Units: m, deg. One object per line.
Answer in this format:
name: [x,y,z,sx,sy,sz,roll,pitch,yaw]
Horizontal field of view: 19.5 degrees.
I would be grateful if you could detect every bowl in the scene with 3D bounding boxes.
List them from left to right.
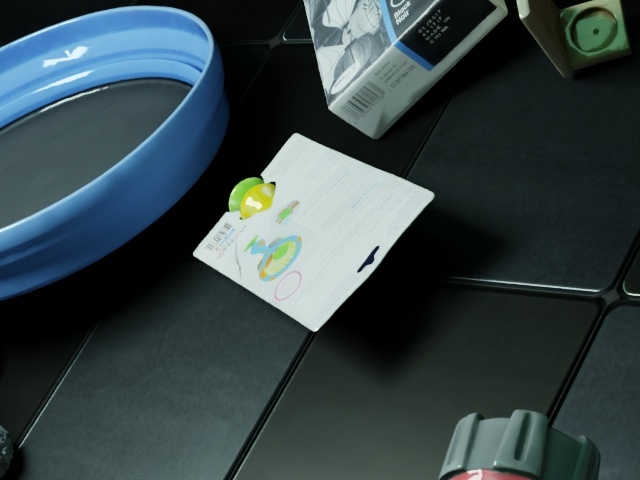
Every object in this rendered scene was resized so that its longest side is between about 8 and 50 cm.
bowl: [-0.262,-0.078,1.703,0.391,0.077,0.391,-19,31,12]

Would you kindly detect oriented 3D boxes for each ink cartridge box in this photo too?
ink cartridge box: [0.058,-0.249,1.646,0.165,0.065,0.332,-45,32,24]

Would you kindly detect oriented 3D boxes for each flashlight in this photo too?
flashlight: [0.090,0.250,1.103,0.103,0.103,0.304,-36,28,53]

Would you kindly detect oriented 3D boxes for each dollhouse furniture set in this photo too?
dollhouse furniture set: [0.229,-0.231,1.427,0.151,0.123,0.144,-15,68,19]

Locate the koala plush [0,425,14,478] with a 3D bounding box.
koala plush: [-0.404,0.133,1.544,0.203,0.221,0.196,-36,37,5]

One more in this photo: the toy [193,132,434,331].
toy: [0.000,0.000,1.476,0.137,0.056,0.237,-49,33,-7]
